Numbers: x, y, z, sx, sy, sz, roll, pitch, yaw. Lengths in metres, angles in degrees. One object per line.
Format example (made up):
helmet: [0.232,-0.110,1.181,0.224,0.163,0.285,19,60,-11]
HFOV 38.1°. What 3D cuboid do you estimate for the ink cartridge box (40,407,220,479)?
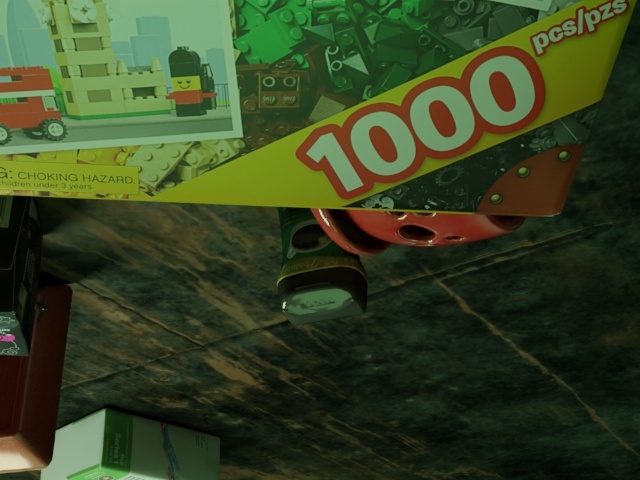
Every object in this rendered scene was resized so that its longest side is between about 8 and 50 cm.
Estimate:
ink cartridge box: [-0.358,0.427,1.773,0.201,0.117,0.278,-28,142,36]

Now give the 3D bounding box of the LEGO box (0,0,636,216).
LEGO box: [-0.076,-0.220,0.520,0.499,0.193,0.373,2,130,-7]

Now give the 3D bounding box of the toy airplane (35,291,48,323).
toy airplane: [-0.415,0.066,1.171,0.151,0.151,0.028,-6,-175,5]

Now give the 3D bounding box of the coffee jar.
coffee jar: [0.000,0.000,1.007,0.096,0.184,0.079,-11,149,14]

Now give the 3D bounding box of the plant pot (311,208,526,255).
plant pot: [0.085,-0.085,0.878,0.174,0.191,0.191,-12,150,33]

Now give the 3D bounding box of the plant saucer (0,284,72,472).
plant saucer: [-0.461,0.172,1.190,0.258,0.259,0.048,-7,148,6]

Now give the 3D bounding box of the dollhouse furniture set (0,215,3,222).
dollhouse furniture set: [-0.457,-0.015,0.905,0.259,0.262,0.135,-29,157,-18]

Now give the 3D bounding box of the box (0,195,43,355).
box: [-0.451,0.030,1.045,0.247,0.163,0.142,3,153,-9]
